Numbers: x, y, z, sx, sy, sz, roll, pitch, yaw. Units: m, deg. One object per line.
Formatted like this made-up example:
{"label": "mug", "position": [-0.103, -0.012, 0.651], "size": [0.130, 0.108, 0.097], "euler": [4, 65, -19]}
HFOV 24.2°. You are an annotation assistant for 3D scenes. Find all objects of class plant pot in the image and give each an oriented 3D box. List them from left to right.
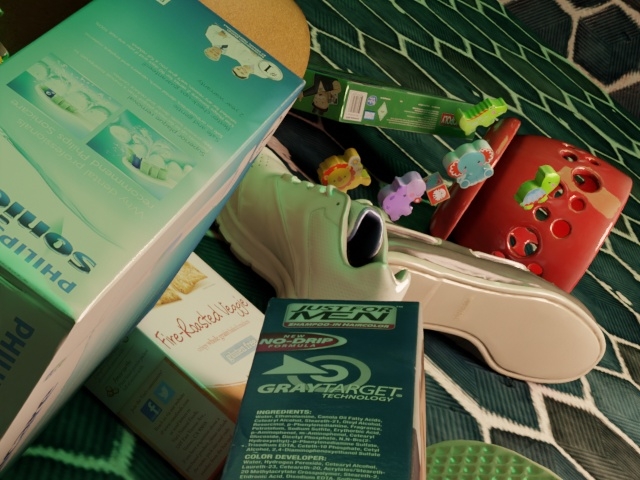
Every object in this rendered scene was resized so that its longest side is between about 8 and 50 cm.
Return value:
{"label": "plant pot", "position": [-0.135, -0.192, 1.321], "size": [0.254, 0.237, 0.237], "euler": [8, 35, -50]}
{"label": "plant pot", "position": [0.232, -0.035, 1.687], "size": [0.174, 0.191, 0.191], "euler": [34, 20, 4]}

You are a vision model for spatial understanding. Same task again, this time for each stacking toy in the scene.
{"label": "stacking toy", "position": [0.122, -0.067, 1.568], "size": [0.167, 0.221, 0.052], "euler": [-118, -177, -49]}

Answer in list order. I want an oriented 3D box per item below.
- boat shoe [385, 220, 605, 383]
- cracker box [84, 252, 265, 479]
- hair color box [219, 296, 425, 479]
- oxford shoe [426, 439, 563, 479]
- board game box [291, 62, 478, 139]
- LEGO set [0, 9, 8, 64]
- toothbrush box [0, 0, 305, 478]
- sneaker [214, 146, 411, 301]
{"label": "boat shoe", "position": [0.146, 0.050, 1.468], "size": [0.335, 0.112, 0.095], "euler": [20, 31, -32]}
{"label": "cracker box", "position": [-0.121, 0.059, 1.063], "size": [0.232, 0.067, 0.156], "euler": [40, 20, 9]}
{"label": "hair color box", "position": [0.006, 0.177, 0.837], "size": [0.105, 0.174, 0.347], "euler": [0, 22, 4]}
{"label": "oxford shoe", "position": [0.180, 0.303, 0.973], "size": [0.449, 0.169, 0.130], "euler": [45, -21, 41]}
{"label": "board game box", "position": [0.020, -0.170, 1.703], "size": [0.213, 0.046, 0.317], "euler": [18, 9, 31]}
{"label": "LEGO set", "position": [-0.347, -0.139, 0.834], "size": [0.331, 0.255, 0.192], "euler": [52, -6, 5]}
{"label": "toothbrush box", "position": [-0.155, 0.005, 0.819], "size": [0.126, 0.216, 0.295], "euler": [37, 35, -1]}
{"label": "sneaker", "position": [0.000, 0.000, 1.305], "size": [0.111, 0.129, 0.297], "euler": [18, 26, -38]}
